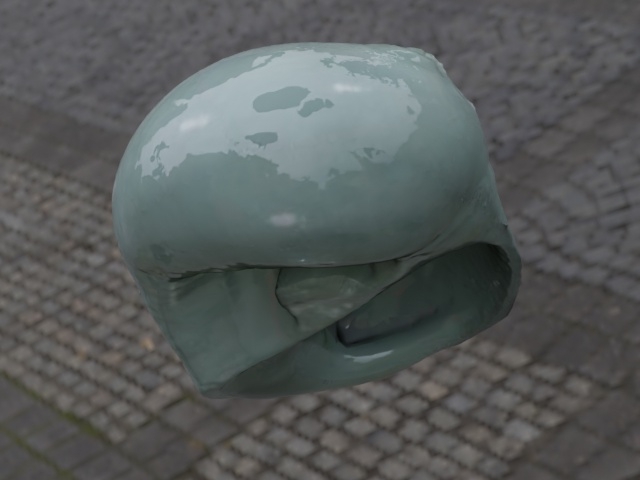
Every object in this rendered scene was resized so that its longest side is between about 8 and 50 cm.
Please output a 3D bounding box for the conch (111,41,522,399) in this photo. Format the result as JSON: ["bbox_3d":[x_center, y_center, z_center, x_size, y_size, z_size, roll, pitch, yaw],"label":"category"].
[{"bbox_3d":[0.002,-0.005,0.794,0.185,0.221,0.121,18,60,0],"label":"conch"}]
